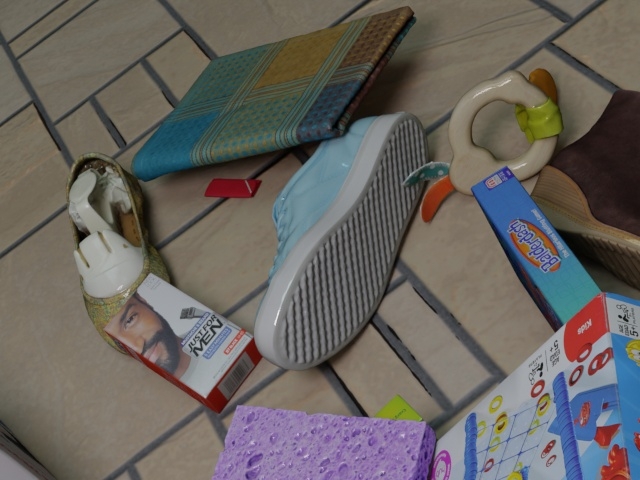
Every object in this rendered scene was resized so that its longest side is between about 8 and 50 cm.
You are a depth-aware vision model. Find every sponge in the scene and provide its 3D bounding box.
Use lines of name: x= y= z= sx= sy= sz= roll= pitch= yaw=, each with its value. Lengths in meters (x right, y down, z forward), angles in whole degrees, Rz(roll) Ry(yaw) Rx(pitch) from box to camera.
sponge: x=-0.004 y=0.216 z=1.008 sx=0.210 sy=0.031 sz=0.117 roll=-1 pitch=53 yaw=31

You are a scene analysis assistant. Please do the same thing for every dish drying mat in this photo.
dish drying mat: x=-0.120 y=-0.072 z=1.490 sx=0.083 sy=0.008 sz=0.032 roll=4 pitch=56 yaw=34

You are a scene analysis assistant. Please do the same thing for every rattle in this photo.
rattle: x=0.189 y=-0.121 z=1.301 sx=0.200 sy=0.130 sz=0.143 roll=-48 pitch=25 yaw=25

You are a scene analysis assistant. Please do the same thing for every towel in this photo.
towel: x=-0.069 y=-0.192 z=1.470 sx=0.370 sy=0.040 sz=0.271 roll=-6 pitch=39 yaw=40

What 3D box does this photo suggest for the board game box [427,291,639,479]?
board game box: x=0.178 y=0.248 z=0.834 sx=0.308 sy=0.086 sz=0.302 roll=125 pitch=157 yaw=-45

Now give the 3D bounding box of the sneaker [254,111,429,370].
sneaker: x=0.000 y=0.000 z=1.278 sx=0.150 sy=0.135 sz=0.366 roll=-2 pitch=43 yaw=40

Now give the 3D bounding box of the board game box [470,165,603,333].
board game box: x=0.231 y=0.047 z=1.056 sx=0.047 sy=0.160 sz=0.210 roll=-32 pitch=42 yaw=4

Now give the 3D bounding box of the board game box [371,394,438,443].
board game box: x=0.036 y=0.242 z=1.052 sx=0.181 sy=0.092 sz=0.043 roll=-41 pitch=43 yaw=-6

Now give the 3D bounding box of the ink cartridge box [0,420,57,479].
ink cartridge box: x=-0.409 y=0.255 z=1.221 sx=0.129 sy=0.223 sz=0.307 roll=-48 pitch=44 yaw=-15

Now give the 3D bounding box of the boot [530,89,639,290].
boot: x=0.344 y=-0.061 z=1.131 sx=0.207 sy=0.090 sz=0.248 roll=-49 pitch=41 yaw=-12

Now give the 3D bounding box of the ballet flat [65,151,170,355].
ballet flat: x=-0.280 y=0.004 z=1.444 sx=0.123 sy=0.123 sz=0.348 roll=-29 pitch=43 yaw=7

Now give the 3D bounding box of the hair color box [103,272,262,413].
hair color box: x=-0.161 y=0.119 z=1.284 sx=0.167 sy=0.053 sz=0.093 roll=27 pitch=70 yaw=28
